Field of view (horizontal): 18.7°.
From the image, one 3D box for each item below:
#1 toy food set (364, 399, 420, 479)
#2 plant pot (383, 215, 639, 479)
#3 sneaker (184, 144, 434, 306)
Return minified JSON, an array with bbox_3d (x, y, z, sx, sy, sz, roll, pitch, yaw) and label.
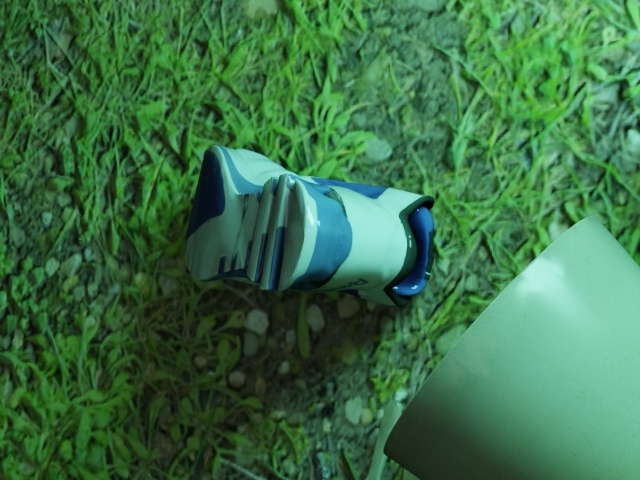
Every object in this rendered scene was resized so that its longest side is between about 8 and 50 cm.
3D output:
[{"bbox_3d":[0.124,0.219,1.732,0.192,0.038,0.132,16,89,42],"label":"toy food set"},{"bbox_3d":[0.236,0.164,1.540,0.274,0.256,0.256,41,111,13],"label":"plant pot"},{"bbox_3d":[0.001,0.000,1.783,0.315,0.182,0.127,21,99,65],"label":"sneaker"}]
